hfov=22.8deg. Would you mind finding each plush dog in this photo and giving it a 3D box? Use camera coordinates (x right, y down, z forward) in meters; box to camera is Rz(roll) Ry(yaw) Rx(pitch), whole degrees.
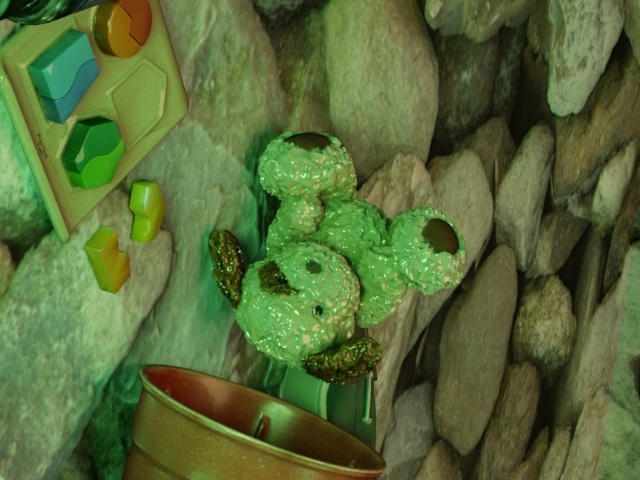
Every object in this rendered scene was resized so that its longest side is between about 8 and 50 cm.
[{"bbox_3d":[-0.004,0.042,1.757,0.225,0.262,0.210,-46,166,-34],"label":"plush dog"}]

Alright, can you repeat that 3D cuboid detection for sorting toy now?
[{"bbox_3d":[-0.190,-0.106,1.493,0.229,0.041,0.307,-54,146,-36],"label":"sorting toy"}]

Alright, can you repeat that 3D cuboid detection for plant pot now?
[{"bbox_3d":[-0.107,0.301,1.636,0.272,0.272,0.265,16,97,-63],"label":"plant pot"}]

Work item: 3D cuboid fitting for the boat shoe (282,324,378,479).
[{"bbox_3d":[0.018,0.207,1.868,0.095,0.112,0.335,32,44,-25],"label":"boat shoe"}]

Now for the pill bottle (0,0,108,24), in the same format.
[{"bbox_3d":[-0.214,-0.245,1.293,0.219,0.123,0.122,-34,132,-53],"label":"pill bottle"}]

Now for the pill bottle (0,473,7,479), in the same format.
[{"bbox_3d":[-0.383,0.309,1.153,0.361,0.204,0.204,-49,143,-40],"label":"pill bottle"}]
